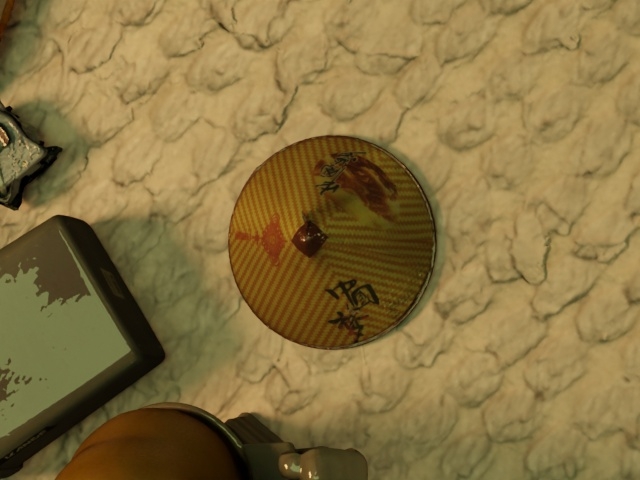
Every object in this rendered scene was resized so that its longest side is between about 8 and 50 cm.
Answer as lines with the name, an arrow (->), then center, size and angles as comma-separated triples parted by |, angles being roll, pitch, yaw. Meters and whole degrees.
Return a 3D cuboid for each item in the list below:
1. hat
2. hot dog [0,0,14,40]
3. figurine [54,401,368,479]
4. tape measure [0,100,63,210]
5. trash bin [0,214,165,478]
hat -> 0.000, 0.000, 1.425 | 0.193, 0.082, 0.193 | -1, 87, 14
hot dog -> -0.352, -0.250, 1.539 | 0.144, 0.075, 0.268 | 12, 87, 11
figurine -> -0.127, 0.218, 1.342 | 0.342, 0.285, 0.167 | -34, 77, 9
tape measure -> -0.300, -0.078, 1.525 | 0.094, 0.054, 0.091 | 36, 90, 12
trash bin -> -0.280, 0.105, 1.488 | 0.236, 0.101, 0.177 | -33, 77, 8
